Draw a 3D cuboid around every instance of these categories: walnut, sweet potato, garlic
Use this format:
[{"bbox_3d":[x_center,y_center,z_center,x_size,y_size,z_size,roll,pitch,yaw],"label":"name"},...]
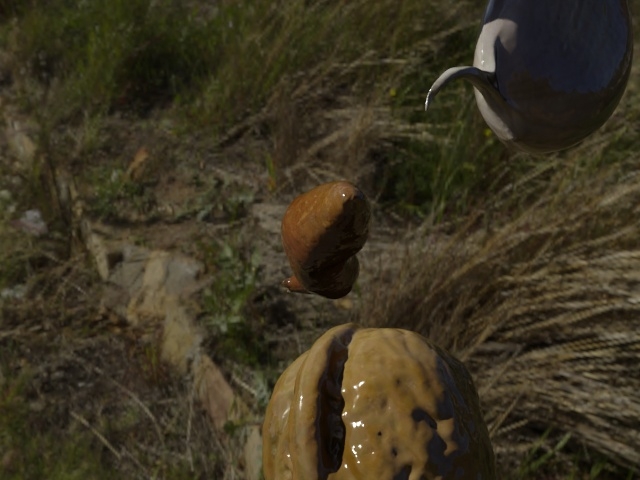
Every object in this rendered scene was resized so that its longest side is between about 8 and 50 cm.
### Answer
[{"bbox_3d":[0.056,0.205,0.836,0.224,0.257,0.257,-19,27,31],"label":"walnut"},{"bbox_3d":[0.002,0.000,0.560,0.055,0.202,0.058,-8,73,-6],"label":"sweet potato"},{"bbox_3d":[0.160,-0.128,0.637,0.148,0.128,0.266,37,51,-11],"label":"garlic"}]
